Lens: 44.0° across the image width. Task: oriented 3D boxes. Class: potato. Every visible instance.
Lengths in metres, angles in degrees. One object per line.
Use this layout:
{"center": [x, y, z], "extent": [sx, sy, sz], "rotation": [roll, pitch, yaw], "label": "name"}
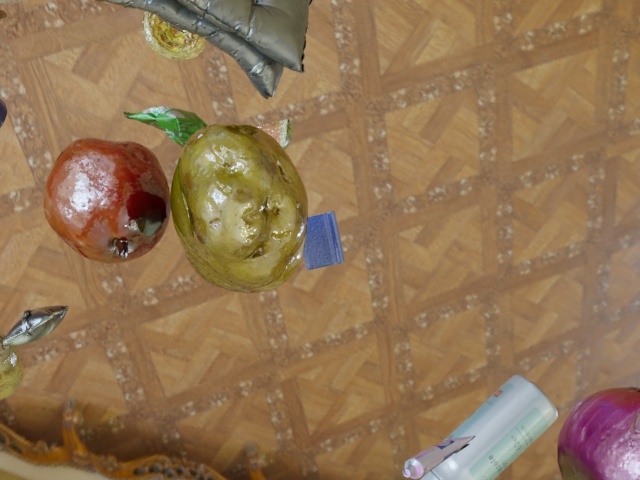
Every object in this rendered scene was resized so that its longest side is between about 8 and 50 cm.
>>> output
{"center": [-0.111, -0.028, 1.031], "extent": [0.195, 0.369, 0.176], "rotation": [28, 73, -6], "label": "potato"}

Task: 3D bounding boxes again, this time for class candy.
{"center": [-0.299, -0.241, 1.670], "extent": [0.141, 0.203, 0.078], "rotation": [24, 89, -59], "label": "candy"}

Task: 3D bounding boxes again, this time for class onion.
{"center": [0.300, 0.225, 0.748], "extent": [0.153, 0.177, 0.177], "rotation": [-10, 129, 10], "label": "onion"}

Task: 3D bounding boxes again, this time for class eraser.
{"center": [0.000, 0.000, 1.258], "extent": [0.063, 0.027, 0.084], "rotation": [-12, 95, 3], "label": "eraser"}

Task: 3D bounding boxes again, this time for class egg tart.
{"center": [-0.274, -0.394, 1.491], "extent": [0.129, 0.049, 0.128], "rotation": [3, 77, -15], "label": "egg tart"}

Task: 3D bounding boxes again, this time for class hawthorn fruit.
{"center": [-0.298, -0.045, 1.136], "extent": [0.185, 0.202, 0.185], "rotation": [-17, 139, -16], "label": "hawthorn fruit"}

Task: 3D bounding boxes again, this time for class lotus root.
{"center": [-0.614, 0.238, 1.504], "extent": [0.097, 0.110, 0.258], "rotation": [-51, -176, -36], "label": "lotus root"}

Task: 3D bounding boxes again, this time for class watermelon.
{"center": [-0.120, -0.222, 1.842], "extent": [0.069, 0.163, 0.087], "rotation": [-12, 91, -59], "label": "watermelon"}

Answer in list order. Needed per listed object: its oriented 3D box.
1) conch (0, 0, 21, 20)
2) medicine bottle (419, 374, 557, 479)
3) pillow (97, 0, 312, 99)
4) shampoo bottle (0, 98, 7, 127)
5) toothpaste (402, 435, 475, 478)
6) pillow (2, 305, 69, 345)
{"center": [-0.540, -0.415, 1.325], "extent": [0.104, 0.176, 0.094], "rotation": [-29, 131, 16], "label": "conch"}
{"center": [0.269, 0.396, 1.434], "extent": [0.352, 0.110, 0.110], "rotation": [-40, 131, -10], "label": "medicine bottle"}
{"center": [-0.152, -0.352, 1.016], "extent": [0.326, 0.228, 0.101], "rotation": [26, 145, -23], "label": "pillow"}
{"center": [-0.626, -0.271, 1.393], "extent": [0.050, 0.087, 0.183], "rotation": [-9, 142, 15], "label": "shampoo bottle"}
{"center": [0.160, 0.296, 1.096], "extent": [0.045, 0.028, 0.170], "rotation": [-22, 171, 35], "label": "toothpaste"}
{"center": [-0.495, 0.148, 1.386], "extent": [0.055, 0.136, 0.091], "rotation": [35, 88, -3], "label": "pillow"}
